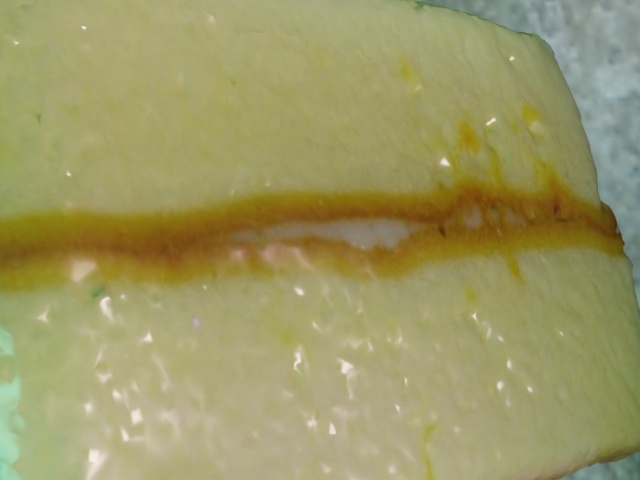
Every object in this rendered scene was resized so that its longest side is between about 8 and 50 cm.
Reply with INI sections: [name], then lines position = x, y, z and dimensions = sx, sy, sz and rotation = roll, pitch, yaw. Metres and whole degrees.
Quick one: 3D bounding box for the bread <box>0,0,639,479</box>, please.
[bread]
position = 0.003, 0.000, 0.496
dimensions = 0.264, 0.163, 0.168
rotation = -14, 80, -21
